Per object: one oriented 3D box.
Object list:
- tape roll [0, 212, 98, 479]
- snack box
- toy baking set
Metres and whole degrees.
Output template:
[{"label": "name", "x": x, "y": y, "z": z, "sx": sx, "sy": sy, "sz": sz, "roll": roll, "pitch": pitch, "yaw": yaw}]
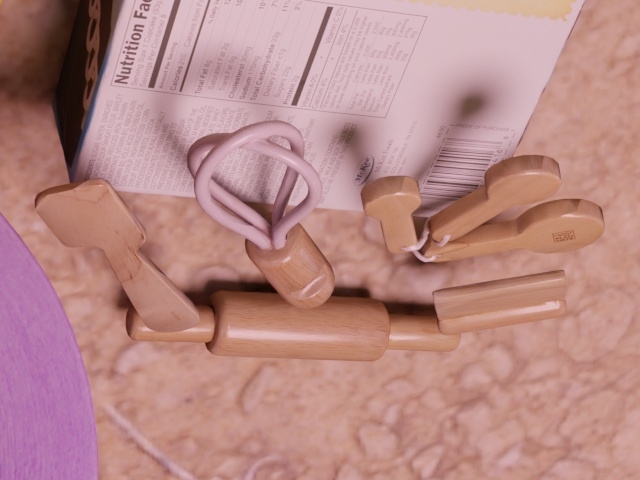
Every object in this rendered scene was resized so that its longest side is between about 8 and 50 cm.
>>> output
[{"label": "tape roll", "x": -0.222, "y": 0.084, "z": 0.647, "sx": 0.274, "sy": 0.275, "sz": 0.090, "roll": 2, "pitch": 162, "yaw": -21}, {"label": "snack box", "x": 0.026, "y": -0.150, "z": 0.677, "sx": 0.187, "sy": 0.060, "sz": 0.322, "roll": 5, "pitch": 130, "yaw": -22}, {"label": "toy baking set", "x": -0.001, "y": 0.003, "z": 0.763, "sx": 0.256, "sy": 0.030, "sz": 0.197, "roll": 2, "pitch": 153, "yaw": -18}]
